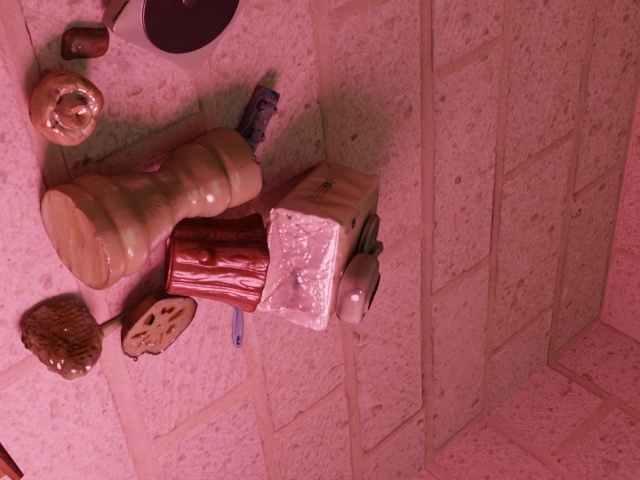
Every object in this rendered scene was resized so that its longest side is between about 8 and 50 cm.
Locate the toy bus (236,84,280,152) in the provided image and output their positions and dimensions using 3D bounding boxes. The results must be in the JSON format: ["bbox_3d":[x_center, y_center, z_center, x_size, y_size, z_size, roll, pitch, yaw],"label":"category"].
[{"bbox_3d":[-0.148,-0.284,2.092,0.051,0.061,0.153,17,101,-50],"label":"toy bus"}]

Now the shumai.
[{"bbox_3d":[-0.569,0.225,1.969,0.184,0.184,0.142,-19,159,-39],"label":"shumai"}]

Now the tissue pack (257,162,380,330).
[{"bbox_3d":[0.000,0.000,2.225,0.380,0.207,0.297,-52,155,-60],"label":"tissue pack"}]

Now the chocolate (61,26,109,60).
[{"bbox_3d":[-0.447,-0.375,1.730,0.101,0.031,0.064,-13,129,-44],"label":"chocolate"}]

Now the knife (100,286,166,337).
[{"bbox_3d":[-0.455,0.183,2.117,0.293,0.020,0.043,-35,138,-28],"label":"knife"}]

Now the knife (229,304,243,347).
[{"bbox_3d":[-0.222,0.159,2.360,0.045,0.019,0.312,-20,127,-35],"label":"knife"}]

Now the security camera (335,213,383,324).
[{"bbox_3d":[0.112,0.063,2.145,0.301,0.080,0.157,-65,165,-45],"label":"security camera"}]

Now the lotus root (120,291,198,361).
[{"bbox_3d":[-0.393,0.185,2.107,0.203,0.078,0.183,-45,152,-5],"label":"lotus root"}]

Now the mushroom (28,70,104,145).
[{"bbox_3d":[-0.483,-0.251,1.710,0.148,0.112,0.148,-20,120,-39],"label":"mushroom"}]

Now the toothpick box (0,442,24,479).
[{"bbox_3d":[-0.806,0.482,1.820,0.308,0.190,0.187,-38,140,-18],"label":"toothpick box"}]

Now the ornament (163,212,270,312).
[{"bbox_3d":[-0.242,0.045,2.056,0.218,0.221,0.235,4,91,-14],"label":"ornament"}]

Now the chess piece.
[{"bbox_3d":[-0.336,-0.085,1.898,0.442,0.234,0.234,-30,134,-36],"label":"chess piece"}]

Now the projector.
[{"bbox_3d":[-0.271,-0.487,1.781,0.257,0.079,0.259,-51,149,14],"label":"projector"}]
